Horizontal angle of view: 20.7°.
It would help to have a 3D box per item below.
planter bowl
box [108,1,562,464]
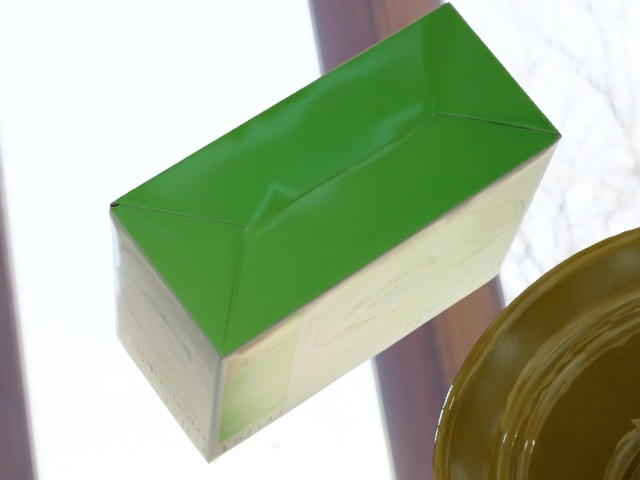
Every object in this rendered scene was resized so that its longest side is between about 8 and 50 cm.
[{"bbox_3d":[0.169,0.100,0.834,0.217,0.217,0.090,-19,-48,28],"label":"planter bowl"},{"bbox_3d":[0.000,0.000,1.153,0.262,0.127,0.231,-32,-17,-18],"label":"box"}]
